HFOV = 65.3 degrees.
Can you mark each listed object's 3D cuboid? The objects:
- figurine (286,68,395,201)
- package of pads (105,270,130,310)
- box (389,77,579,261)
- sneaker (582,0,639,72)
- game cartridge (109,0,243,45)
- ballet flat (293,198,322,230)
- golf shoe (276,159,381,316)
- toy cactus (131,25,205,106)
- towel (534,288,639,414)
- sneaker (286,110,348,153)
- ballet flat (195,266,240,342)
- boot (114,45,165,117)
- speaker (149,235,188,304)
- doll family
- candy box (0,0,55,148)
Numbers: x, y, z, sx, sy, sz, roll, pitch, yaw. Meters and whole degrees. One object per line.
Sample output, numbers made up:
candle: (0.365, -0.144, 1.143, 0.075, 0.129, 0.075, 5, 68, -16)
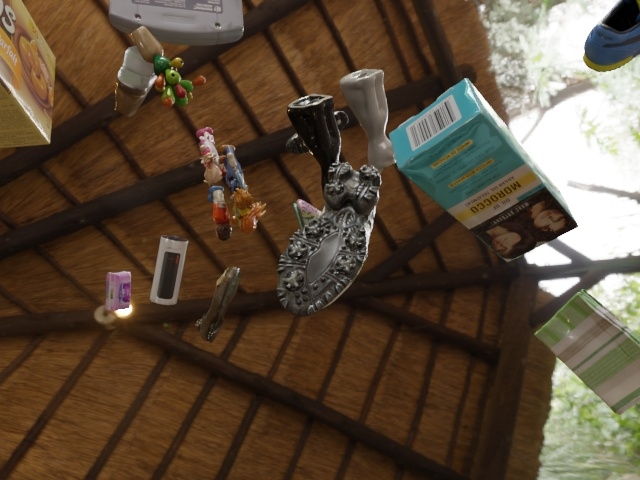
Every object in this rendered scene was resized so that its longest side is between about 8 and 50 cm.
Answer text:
figurine: (0.060, -0.193, 0.950, 0.215, 0.092, 0.209, -35, -59, -28)
package of pads: (-0.441, 0.110, 1.090, 0.050, 0.032, 0.083, -3, -85, -67)
box: (0.192, -0.066, 0.570, 0.244, 0.100, 0.060, 31, -142, -37)
sneaker: (0.453, -0.317, 0.676, 0.069, 0.209, 0.082, 53, 177, 27)
game cartridge: (-0.329, -0.549, 1.152, 0.294, 0.060, 0.196, -1, -109, -17)
ballet flat: (0.000, 0.000, 1.057, 0.077, 0.079, 0.221, -99, -2, -52)
golf shoe: (0.017, 0.009, 0.518, 0.094, 0.077, 0.198, 91, -158, -50)
toy cactus: (-0.341, -0.385, 1.104, 0.180, 0.112, 0.219, 59, -178, -22)
towel: (0.387, 0.156, 0.691, 0.023, 0.113, 0.152, -19, -124, -43)
sneaker: (-0.026, -0.366, 1.674, 0.234, 0.106, 0.078, -35, -52, -14)
ballet flat: (-0.239, 0.145, 1.139, 0.058, 0.250, 0.084, 31, -139, 5)
boot: (-0.526, -0.464, 1.435, 0.112, 0.115, 0.305, 23, -142, -17)
speaker: (-0.309, 0.059, 1.018, 0.055, 0.055, 0.136, 5, -80, -52)
doll family: (-0.180, -0.108, 1.047, 0.263, 0.118, 0.163, 91, 162, -51)
candy box: (-0.475, -0.290, 0.686, 0.316, 0.087, 0.183, 98, 163, -68)
